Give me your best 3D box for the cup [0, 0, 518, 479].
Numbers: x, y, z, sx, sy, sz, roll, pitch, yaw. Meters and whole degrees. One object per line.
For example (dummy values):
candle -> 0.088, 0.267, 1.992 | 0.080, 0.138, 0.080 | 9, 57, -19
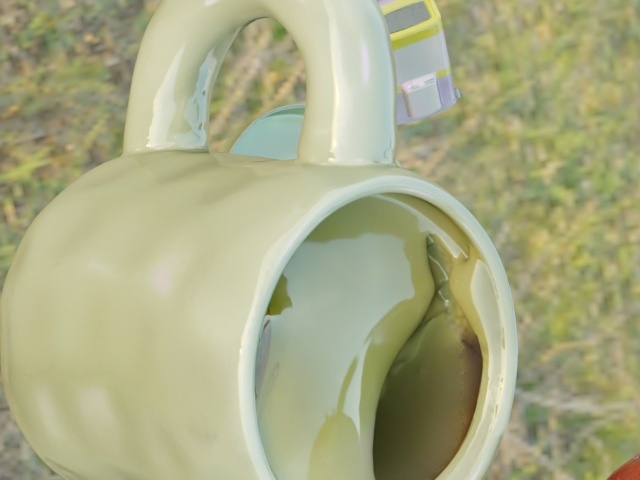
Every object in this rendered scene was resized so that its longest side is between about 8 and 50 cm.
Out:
cup -> -0.047, 0.009, 0.884 | 0.173, 0.202, 0.255 | -30, 112, -34

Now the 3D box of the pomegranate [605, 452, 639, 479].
pomegranate -> 0.193, 0.192, 0.860 | 0.210, 0.210, 0.235 | 12, 81, -46

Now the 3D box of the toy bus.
toy bus -> 0.054, -0.119, 1.234 | 0.102, 0.052, 0.058 | 72, -2, -58

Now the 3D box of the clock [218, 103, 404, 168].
clock -> 0.000, 0.000, 1.676 | 0.235, 0.029, 0.235 | 13, 68, -34
